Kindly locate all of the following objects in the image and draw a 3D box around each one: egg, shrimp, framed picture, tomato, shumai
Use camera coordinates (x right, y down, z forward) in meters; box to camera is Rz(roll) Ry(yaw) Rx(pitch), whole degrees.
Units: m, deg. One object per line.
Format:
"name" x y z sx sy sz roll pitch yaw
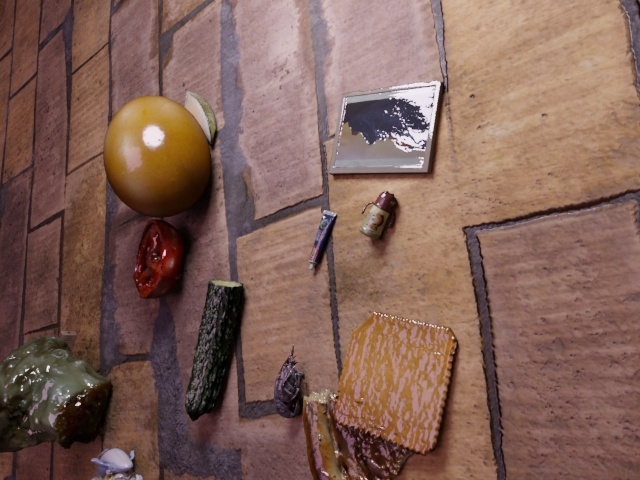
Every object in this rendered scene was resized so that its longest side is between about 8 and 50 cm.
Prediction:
"egg" -0.441 -0.229 1.600 0.283 0.283 0.351 -37 59 32
"shrimp" -0.065 0.308 1.294 0.056 0.065 0.165 -152 75 -78
"framed picture" 0.132 -0.233 1.254 0.265 0.018 0.192 4 83 43
"tomato" -0.451 0.058 1.683 0.228 0.101 0.227 -17 67 48
"shumai" -0.813 0.498 1.821 0.324 0.397 0.324 11 111 14

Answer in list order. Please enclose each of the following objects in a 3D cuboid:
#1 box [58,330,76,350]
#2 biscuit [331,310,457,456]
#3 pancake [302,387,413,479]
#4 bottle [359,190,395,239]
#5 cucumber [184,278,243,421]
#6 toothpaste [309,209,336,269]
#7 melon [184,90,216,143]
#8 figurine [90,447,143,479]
"box" -0.890 0.357 2.056 0.024 0.053 0.083 38 106 41
"biscuit" 0.137 0.262 1.127 0.232 0.013 0.236 8 81 38
"pancake" 0.065 0.404 1.160 0.244 0.057 0.266 -28 62 34
"bottle" 0.118 -0.055 1.209 0.101 0.063 0.047 -63 20 10
"cucumber" -0.269 0.278 1.474 0.096 0.096 0.359 12 93 43
"toothpaste" 0.000 0.000 1.327 0.037 0.021 0.139 20 93 39
"melon" -0.340 -0.351 1.692 0.182 0.054 0.098 40 115 40
"figurine" -0.577 0.675 1.660 0.208 0.128 0.183 -52 54 33
